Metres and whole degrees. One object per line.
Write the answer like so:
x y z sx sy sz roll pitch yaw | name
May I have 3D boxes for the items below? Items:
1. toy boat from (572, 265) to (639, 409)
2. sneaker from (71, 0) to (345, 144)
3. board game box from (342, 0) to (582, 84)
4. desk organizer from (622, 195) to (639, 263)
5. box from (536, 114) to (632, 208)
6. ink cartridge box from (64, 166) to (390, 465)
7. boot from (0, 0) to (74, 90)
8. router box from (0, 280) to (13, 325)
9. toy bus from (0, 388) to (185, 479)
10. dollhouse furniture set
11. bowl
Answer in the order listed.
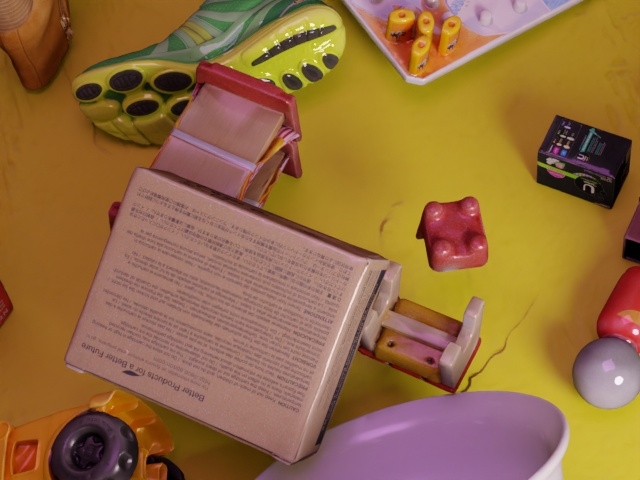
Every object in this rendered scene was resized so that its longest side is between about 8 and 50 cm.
0.383 0.090 1.546 0.318 0.267 0.148 -3 47 41 | toy boat
-0.119 -0.190 1.831 0.295 0.109 0.123 -17 36 -2 | sneaker
0.153 -0.404 1.898 0.390 0.050 0.390 -29 69 -17 | board game box
0.365 0.008 1.679 0.130 0.047 0.050 20 65 17 | desk organizer
0.266 -0.080 1.732 0.083 0.062 0.052 20 64 17 | box
-0.083 0.063 1.522 0.235 0.088 0.193 22 96 14 | ink cartridge box
-0.314 -0.330 1.856 0.104 0.211 0.295 4 66 7 | boot
-0.486 -0.042 1.649 0.335 0.301 0.082 24 64 18 | router box
-0.239 0.264 1.540 0.211 0.149 0.220 -11 60 15 | toy bus
0.000 0.000 1.666 0.374 0.152 0.201 24 64 14 | dollhouse furniture set
0.087 0.251 1.474 0.298 0.134 0.298 -17 14 4 | bowl
